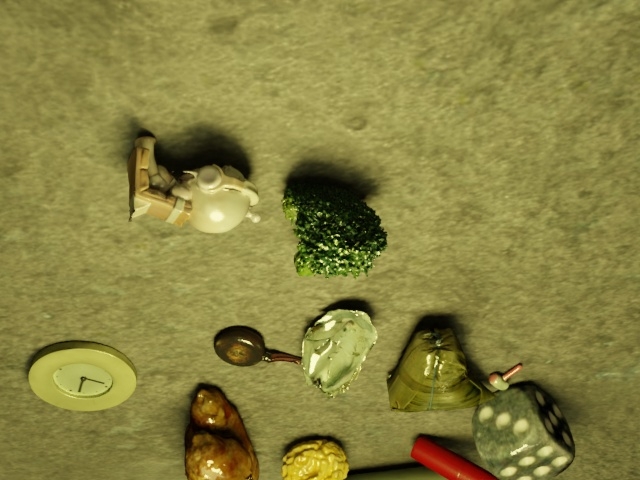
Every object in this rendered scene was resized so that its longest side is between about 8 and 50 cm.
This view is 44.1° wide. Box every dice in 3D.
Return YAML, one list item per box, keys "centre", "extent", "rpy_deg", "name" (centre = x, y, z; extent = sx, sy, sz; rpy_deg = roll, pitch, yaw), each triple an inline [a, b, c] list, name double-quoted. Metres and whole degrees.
- centre: [0.483, 0.466, 1.888]
  extent: [0.182, 0.183, 0.181]
  rpy_deg: [-38, 124, 26]
  name: "dice"

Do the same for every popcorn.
- centre: [-0.010, 0.579, 1.997]
  extent: [0.180, 0.180, 0.170]
  rpy_deg: [-30, 101, 23]
  name: "popcorn"

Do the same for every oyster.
- centre: [0.040, 0.246, 1.708]
  extent: [0.199, 0.087, 0.252]
  rpy_deg: [-6, 128, 15]
  name: "oyster"

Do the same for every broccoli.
- centre: [0.000, 0.000, 1.414]
  extent: [0.194, 0.220, 0.194]
  rpy_deg: [-37, 168, -9]
  name: "broccoli"

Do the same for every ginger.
- centre: [-0.237, 0.553, 1.891]
  extent: [0.176, 0.254, 0.418]
  rpy_deg: [-7, 140, -5]
  name: "ginger"

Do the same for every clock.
- centre: [-0.531, 0.305, 1.771]
  extent: [0.234, 0.029, 0.235]
  rpy_deg: [-3, 135, -3]
  name: "clock"

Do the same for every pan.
- centre: [-0.133, 0.252, 1.736]
  extent: [0.212, 0.040, 0.115]
  rpy_deg: [21, 134, -22]
  name: "pan"

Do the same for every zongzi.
- centre: [0.305, 0.287, 1.743]
  extent: [0.274, 0.125, 0.251]
  rpy_deg: [5, 140, -12]
  name: "zongzi"

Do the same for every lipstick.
- centre: [0.357, 0.577, 1.956]
  extent: [0.279, 0.073, 0.073]
  rpy_deg: [25, 142, 27]
  name: "lipstick"

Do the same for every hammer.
- centre: [0.437, 0.316, 1.845]
  extent: [0.052, 0.031, 0.083]
  rpy_deg: [32, 118, -34]
  name: "hammer"

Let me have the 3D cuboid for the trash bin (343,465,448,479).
- centre: [0.209, 0.734, 2.069]
  extent: [0.432, 0.280, 0.280]
  rpy_deg: [-6, 134, 6]
  name: "trash bin"

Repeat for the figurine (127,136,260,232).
- centre: [-0.213, -0.087, 1.353]
  extent: [0.236, 0.141, 0.162]
  rpy_deg: [9, 161, -16]
  name: "figurine"
